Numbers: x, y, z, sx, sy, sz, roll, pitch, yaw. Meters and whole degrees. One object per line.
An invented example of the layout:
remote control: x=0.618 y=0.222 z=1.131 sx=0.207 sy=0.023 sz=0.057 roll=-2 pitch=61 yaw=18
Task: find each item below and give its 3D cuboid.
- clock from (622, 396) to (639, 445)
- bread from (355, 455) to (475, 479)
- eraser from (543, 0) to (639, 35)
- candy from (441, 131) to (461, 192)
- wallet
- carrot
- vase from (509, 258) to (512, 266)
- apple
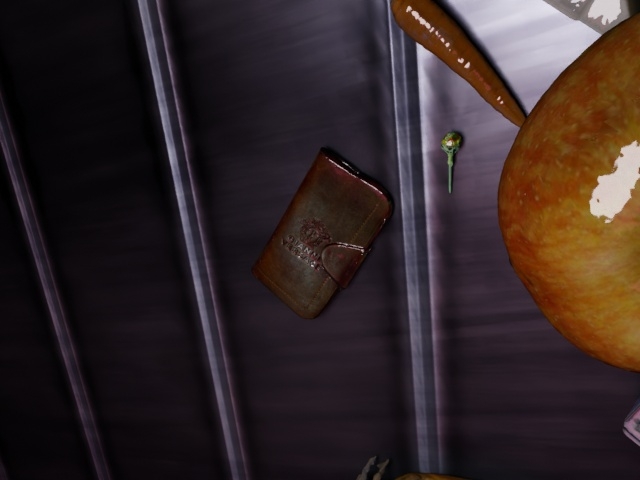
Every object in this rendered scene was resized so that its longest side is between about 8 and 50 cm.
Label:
clock: x=0.465 y=0.220 z=0.804 sx=0.193 sy=0.073 sz=0.144 roll=40 pitch=121 yaw=19
bread: x=0.199 y=0.471 z=1.065 sx=0.389 sy=0.183 sz=0.235 roll=5 pitch=100 yaw=35
eraser: x=0.184 y=-0.313 z=0.719 sx=0.352 sy=0.089 sz=0.061 roll=38 pitch=129 yaw=10
candy: x=0.162 y=-0.095 z=0.887 sx=0.023 sy=0.025 sz=0.083 roll=3 pitch=128 yaw=16
wallet: x=0.000 y=0.000 z=1.018 sx=0.137 sy=0.031 sz=0.255 roll=38 pitch=127 yaw=9
carrot: x=0.164 y=-0.204 z=0.817 sx=0.216 sy=0.048 sz=0.048 roll=44 pitch=128 yaw=-2
vase: x=0.375 y=0.032 z=0.738 sx=0.321 sy=0.173 sz=0.173 roll=31 pitch=125 yaw=9
apple: x=0.288 y=-0.040 z=0.546 sx=0.278 sy=0.250 sz=0.309 roll=14 pitch=94 yaw=2
